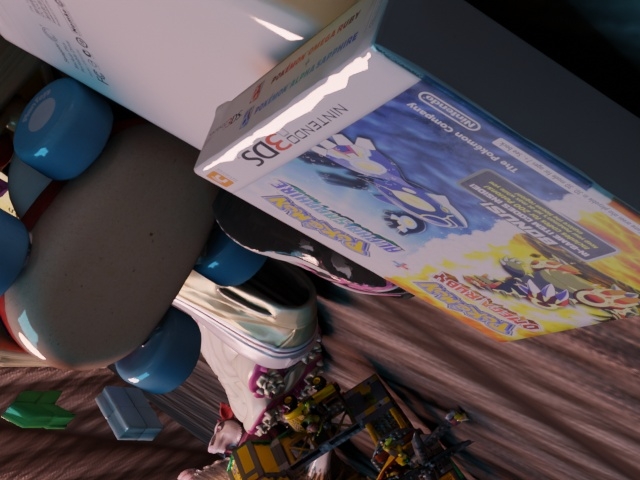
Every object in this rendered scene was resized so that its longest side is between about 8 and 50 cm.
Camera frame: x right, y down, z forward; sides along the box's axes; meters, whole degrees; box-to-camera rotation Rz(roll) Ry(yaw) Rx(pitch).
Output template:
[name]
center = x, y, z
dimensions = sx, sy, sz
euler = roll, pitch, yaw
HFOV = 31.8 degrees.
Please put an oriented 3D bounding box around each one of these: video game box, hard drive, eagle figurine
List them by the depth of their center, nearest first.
[video game box]
center = 0.066, -0.024, 0.523
dimensions = 0.205, 0.048, 0.187
euler = 29, 159, -18
[hard drive]
center = -0.092, -0.127, 0.668
dimensions = 0.353, 0.047, 0.233
euler = 30, 162, 21
[eagle figurine]
center = -0.030, 0.365, 1.594
dimensions = 0.226, 0.298, 0.225
euler = -11, 96, 25

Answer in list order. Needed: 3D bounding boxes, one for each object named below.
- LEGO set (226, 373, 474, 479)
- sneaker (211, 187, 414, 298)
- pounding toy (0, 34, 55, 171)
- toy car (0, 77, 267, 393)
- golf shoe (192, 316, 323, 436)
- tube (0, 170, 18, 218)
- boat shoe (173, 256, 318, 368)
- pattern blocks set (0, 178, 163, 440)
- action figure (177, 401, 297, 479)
[LEGO set]
center = 0.068, 0.312, 1.174
dimensions = 0.331, 0.255, 0.192
euler = 64, 177, -37
[sneaker]
center = 0.000, 0.000, 0.799
dimensions = 0.178, 0.072, 0.077
euler = 32, 175, 33
[pounding toy]
center = -0.284, -0.109, 0.954
dimensions = 0.100, 0.130, 0.141
euler = 35, 163, 3
[toy car]
center = -0.206, -0.021, 0.938
dimensions = 0.219, 0.210, 0.238
euler = 35, 176, -38
[golf shoe]
center = -0.073, 0.118, 1.226
dimensions = 0.140, 0.115, 0.306
euler = 43, 159, 15
[tube]
center = -0.424, -0.047, 1.540
dimensions = 0.070, 0.062, 0.240
euler = -3, 161, -10
[boat shoe]
center = -0.126, 0.003, 1.038
dimensions = 0.302, 0.109, 0.094
euler = 29, 138, 11
[pattern blocks set]
center = -0.268, 0.040, 0.960
dimensions = 0.285, 0.026, 0.324
euler = 25, -156, -48
[action figure]
center = -0.056, 0.404, 1.863
dimensions = 0.370, 0.276, 0.248
euler = 54, 176, 23
